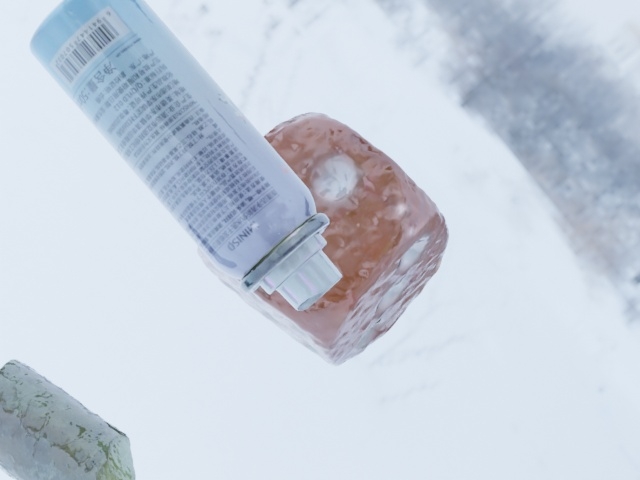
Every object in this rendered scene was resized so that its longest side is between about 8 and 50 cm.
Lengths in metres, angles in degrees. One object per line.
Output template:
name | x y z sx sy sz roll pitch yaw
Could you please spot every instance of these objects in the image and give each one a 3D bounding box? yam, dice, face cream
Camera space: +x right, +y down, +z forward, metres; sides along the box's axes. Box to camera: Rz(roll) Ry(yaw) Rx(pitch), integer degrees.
yam | -0.165 0.131 1.030 0.146 0.070 0.070 30 -2 26
dice | 0.000 0.000 1.513 0.175 0.179 0.174 41 -8 18
face cream | -0.075 -0.053 0.976 0.229 0.075 0.075 50 8 3
